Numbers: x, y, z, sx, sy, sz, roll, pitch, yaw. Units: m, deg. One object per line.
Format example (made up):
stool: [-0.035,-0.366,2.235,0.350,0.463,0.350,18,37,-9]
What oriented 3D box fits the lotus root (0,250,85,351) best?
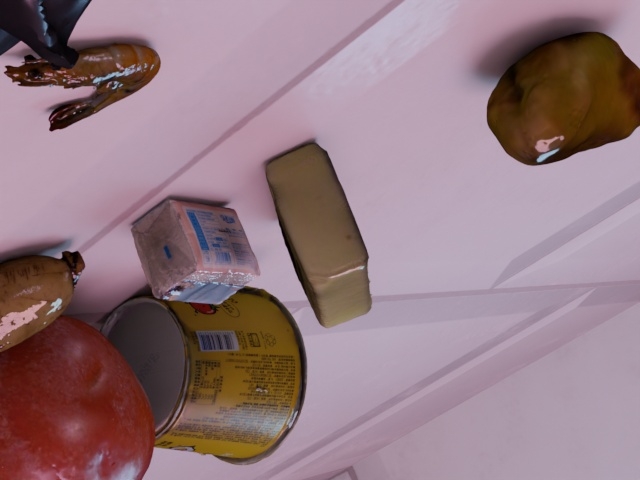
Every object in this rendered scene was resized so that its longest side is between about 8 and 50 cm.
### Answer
lotus root: [-0.250,0.053,0.955,0.151,0.063,0.072,-27,174,-9]

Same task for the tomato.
tomato: [-0.250,0.173,1.048,0.232,0.188,0.232,-38,151,-26]

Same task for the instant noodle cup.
instant noodle cup: [-0.126,0.127,1.198,0.182,0.182,0.144,-36,151,31]

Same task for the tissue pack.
tissue pack: [-0.103,0.010,1.019,0.058,0.074,0.094,-30,161,25]

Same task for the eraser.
eraser: [0.000,0.000,1.068,0.058,0.117,0.172,-21,164,-3]

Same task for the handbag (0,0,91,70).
handbag: [-0.083,-0.165,0.316,0.254,0.181,0.181,-31,164,15]

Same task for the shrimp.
shrimp: [-0.149,-0.089,0.736,0.114,0.023,0.083,-13,162,-48]

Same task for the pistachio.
pistachio: [0.204,-0.120,1.048,0.110,0.100,0.189,-11,-172,44]
